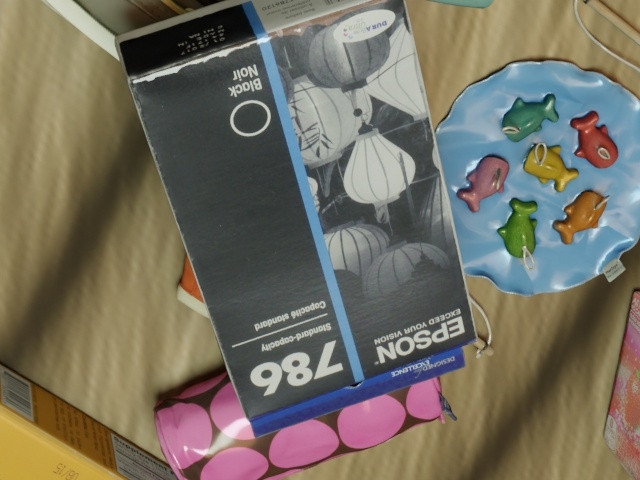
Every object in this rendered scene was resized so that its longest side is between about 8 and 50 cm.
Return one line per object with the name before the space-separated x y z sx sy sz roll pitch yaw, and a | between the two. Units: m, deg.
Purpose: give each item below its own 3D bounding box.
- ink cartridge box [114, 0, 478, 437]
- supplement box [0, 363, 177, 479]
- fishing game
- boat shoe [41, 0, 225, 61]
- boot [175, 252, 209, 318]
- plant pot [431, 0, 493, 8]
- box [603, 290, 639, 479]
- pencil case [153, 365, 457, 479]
ink cartridge box | 0.000 0.000 0.938 0.165 0.065 0.332 -20 127 -4
supplement box | -0.185 0.170 1.081 0.233 0.080 0.078 37 100 -22
fishing game | 0.166 -0.039 1.104 0.189 0.041 0.264 39 98 -21
boat shoe | -0.125 -0.168 0.948 0.091 0.109 0.305 -45 120 6
boot | -0.025 0.036 1.077 0.158 0.059 0.084 22 108 -8
plant pot | 0.020 -0.246 0.924 0.234 0.165 0.165 24 104 -27
box | 0.336 0.158 1.078 0.154 0.300 0.142 0 113 -13
pencil case | -0.013 0.127 1.100 0.209 0.095 0.098 -19 128 -3
